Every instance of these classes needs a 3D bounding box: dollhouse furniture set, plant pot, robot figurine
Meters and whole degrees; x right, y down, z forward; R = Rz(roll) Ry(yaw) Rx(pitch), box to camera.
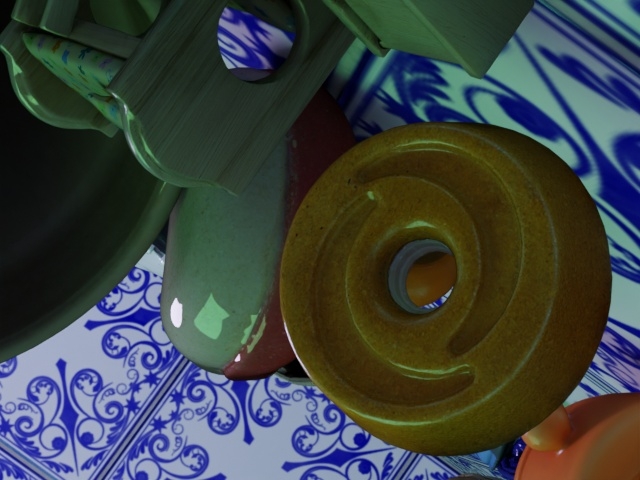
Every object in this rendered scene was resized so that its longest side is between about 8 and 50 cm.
[{"bbox_3d":[-0.063,-0.093,0.421,0.161,0.101,0.182,41,171,-34],"label":"dollhouse furniture set"},{"bbox_3d":[-0.214,-0.099,0.626,0.263,0.263,0.229,45,-170,-51],"label":"plant pot"},{"bbox_3d":[0.175,0.144,0.754,0.158,0.128,0.219,9,173,-4],"label":"robot figurine"}]

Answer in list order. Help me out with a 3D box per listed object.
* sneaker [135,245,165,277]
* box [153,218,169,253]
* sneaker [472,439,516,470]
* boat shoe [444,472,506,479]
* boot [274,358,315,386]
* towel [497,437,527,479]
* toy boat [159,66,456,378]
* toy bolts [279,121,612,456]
[{"bbox_3d":[-0.139,-0.003,1.393,0.292,0.108,0.169,28,175,-23],"label":"sneaker"},{"bbox_3d":[-0.132,-0.070,0.919,0.156,0.093,0.158,34,174,14],"label":"box"},{"bbox_3d":[0.135,0.145,1.173,0.082,0.069,0.209,38,173,9],"label":"sneaker"},{"bbox_3d":[0.218,0.329,1.256,0.324,0.122,0.120,36,175,31],"label":"boat shoe"},{"bbox_3d":[-0.045,0.115,1.517,0.213,0.077,0.165,12,179,13],"label":"boot"},{"bbox_3d":[0.317,0.282,1.236,0.308,0.076,0.227,37,180,-17],"label":"towel"},{"bbox_3d":[0.000,0.000,0.713,0.151,0.151,0.231,5,173,-2],"label":"toy boat"},{"bbox_3d":[0.115,0.064,0.422,0.228,0.218,0.158,-19,160,24],"label":"toy bolts"}]
